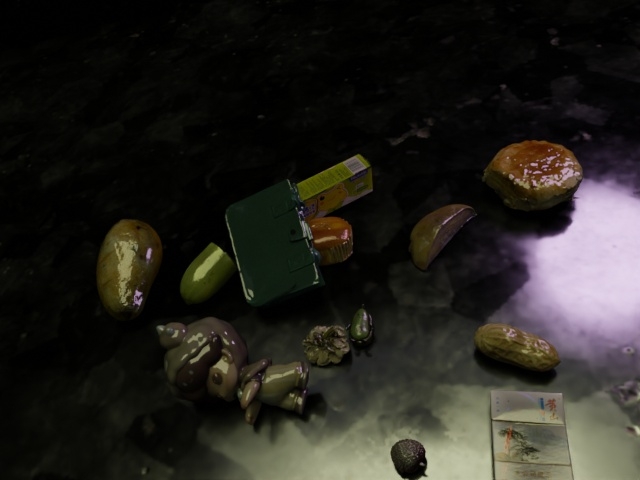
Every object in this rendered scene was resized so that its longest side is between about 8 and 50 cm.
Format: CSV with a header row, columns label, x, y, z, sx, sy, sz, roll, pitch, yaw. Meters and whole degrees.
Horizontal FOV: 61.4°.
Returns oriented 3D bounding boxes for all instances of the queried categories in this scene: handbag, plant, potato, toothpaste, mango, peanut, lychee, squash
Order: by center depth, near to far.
label,x,y,z,sx,sy,sz,roll,pitch,yaw
lychee,0.189,0.460,1.151,0.083,0.068,0.067,14,14,30
peanut,0.452,0.243,1.242,0.194,0.094,0.083,12,41,28
plant,0.013,0.253,1.345,0.116,0.122,0.105,-21,59,-12
handbag,0.103,0.220,1.391,0.072,0.047,0.111,-1,52,14
handbag,-0.131,0.011,1.508,0.238,0.089,0.327,-25,67,18
potato,0.325,-0.048,1.522,0.120,0.100,0.261,29,63,34
squash,-0.335,0.110,1.572,0.123,0.123,0.187,25,66,32
mango,-0.582,0.089,1.637,0.176,0.175,0.330,-20,59,44
toothpaste,0.013,-0.147,1.674,0.327,0.110,0.077,-28,52,-14

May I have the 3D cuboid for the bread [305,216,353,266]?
label,x,y,z,sx,sy,sz,roll,pitch,yaw
bread,0.000,0.000,1.574,0.190,0.114,0.132,-8,46,3

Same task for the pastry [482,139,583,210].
label,x,y,z,sx,sy,sz,roll,pitch,yaw
pastry,0.614,-0.186,1.548,0.235,0.121,0.257,-29,46,-15

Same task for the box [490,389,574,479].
label,x,y,z,sx,sy,sz,roll,pitch,yaw
box,0.430,0.429,1.104,0.149,0.067,0.233,-1,49,14

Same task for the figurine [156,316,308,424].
label,x,y,z,sx,sy,sz,roll,pitch,yaw
figurine,-0.212,0.310,1.303,0.380,0.248,0.203,14,49,10
